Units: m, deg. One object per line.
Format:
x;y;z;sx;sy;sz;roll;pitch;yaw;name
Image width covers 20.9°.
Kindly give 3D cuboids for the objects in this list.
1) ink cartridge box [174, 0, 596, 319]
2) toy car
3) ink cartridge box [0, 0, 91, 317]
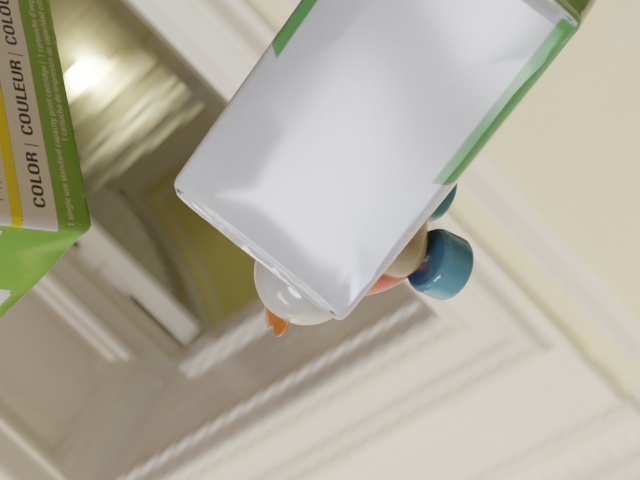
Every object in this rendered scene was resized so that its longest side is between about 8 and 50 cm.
0.059;-0.106;0.951;0.201;0.117;0.278;-52;179;25;ink cartridge box
0.000;0.000;1.861;0.238;0.219;0.210;-42;-140;34;toy car
-0.235;-0.072;0.671;0.097;0.255;0.189;-39;-124;42;ink cartridge box
